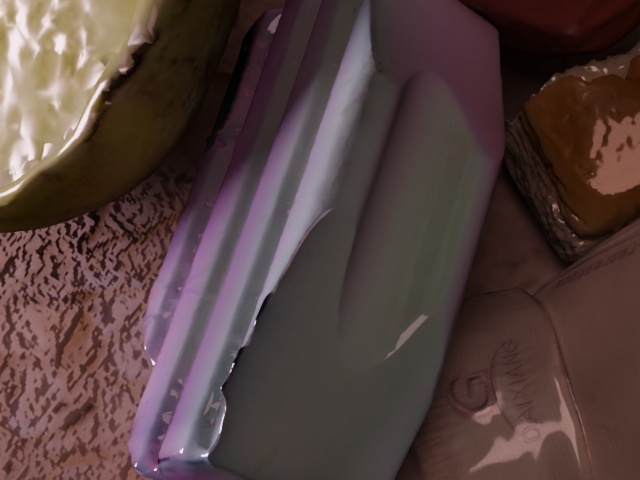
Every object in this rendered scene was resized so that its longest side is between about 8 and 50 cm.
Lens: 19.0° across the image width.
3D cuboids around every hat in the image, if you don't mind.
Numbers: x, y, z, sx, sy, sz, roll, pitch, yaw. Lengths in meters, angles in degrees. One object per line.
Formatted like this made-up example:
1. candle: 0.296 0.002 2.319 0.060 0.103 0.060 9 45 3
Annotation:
1. hat: 0.109 0.090 0.978 0.164 0.226 0.219 -1 56 -16

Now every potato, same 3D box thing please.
1. potato: -0.160 -0.139 1.160 0.330 0.213 0.280 -3 84 31

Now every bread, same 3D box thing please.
1. bread: 0.177 -0.056 1.109 0.125 0.082 0.106 -20 54 -7

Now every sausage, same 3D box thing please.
1. sausage: 0.106 -0.186 1.148 0.254 0.148 0.148 13 61 41

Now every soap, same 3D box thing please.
1. soap: 0.000 0.000 1.036 0.109 0.193 0.323 30 61 -21
